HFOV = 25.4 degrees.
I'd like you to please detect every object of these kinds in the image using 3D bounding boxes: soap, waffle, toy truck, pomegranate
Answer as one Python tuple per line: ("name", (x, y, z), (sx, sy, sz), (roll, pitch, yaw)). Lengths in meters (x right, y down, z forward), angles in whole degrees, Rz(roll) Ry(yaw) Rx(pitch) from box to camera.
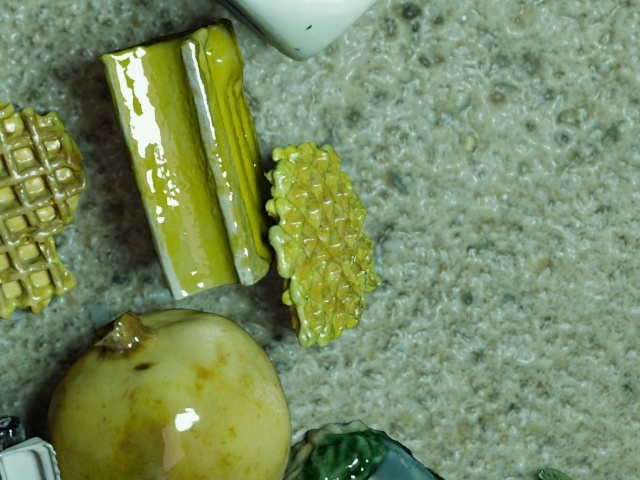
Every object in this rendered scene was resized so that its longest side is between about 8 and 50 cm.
("soap", (-0.131, -0.102, 1.607), (0.143, 0.259, 0.281), (-14, 101, 10))
("waffle", (0.000, 0.000, 1.650), (0.059, 0.243, 0.237), (-5, 100, 22))
("waffle", (-0.372, -0.039, 1.675), (0.249, 0.056, 0.253), (37, 91, -22))
("toy truck", (-0.399, 0.269, 1.648), (0.111, 0.286, 0.136), (-26, 112, -37))
("pomegranate", (-0.170, 0.227, 1.640), (0.307, 0.307, 0.307), (-1, 101, -6))

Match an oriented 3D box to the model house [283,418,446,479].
("model house", (0.077, 0.493, 1.664), (0.395, 0.400, 0.445), (-40, 101, 5))

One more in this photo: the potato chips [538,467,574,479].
("potato chips", (0.329, 0.384, 1.826), (0.142, 0.026, 0.209), (-19, 92, -38))

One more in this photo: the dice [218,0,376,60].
("dice", (-0.044, -0.385, 1.531), (0.304, 0.304, 0.277), (42, 94, -12))
